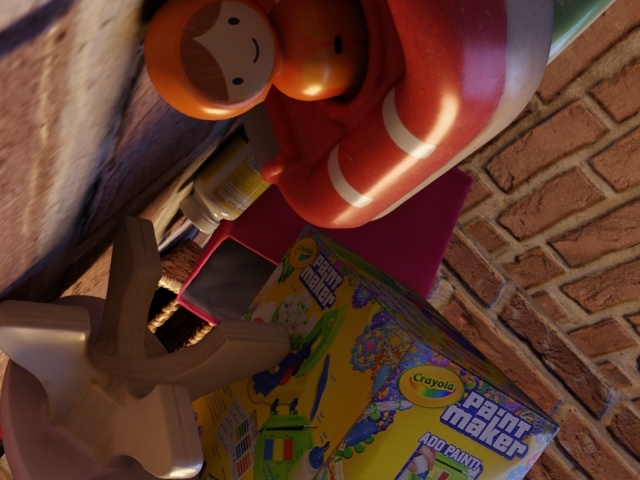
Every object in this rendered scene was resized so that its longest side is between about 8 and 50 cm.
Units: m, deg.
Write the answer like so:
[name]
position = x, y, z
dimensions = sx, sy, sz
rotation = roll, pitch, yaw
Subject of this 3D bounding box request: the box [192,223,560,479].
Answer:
[box]
position = 0.013, 0.178, 0.793
dimensions = 0.279, 0.177, 0.290
rotation = -55, -155, 6

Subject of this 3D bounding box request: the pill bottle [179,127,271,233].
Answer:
[pill bottle]
position = -0.097, -0.063, 0.909
dimensions = 0.116, 0.065, 0.065
rotation = -43, -178, 6

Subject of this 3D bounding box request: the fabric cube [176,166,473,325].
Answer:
[fabric cube]
position = 0.000, 0.000, 1.102
dimensions = 0.259, 0.254, 0.258
rotation = -42, -160, 58

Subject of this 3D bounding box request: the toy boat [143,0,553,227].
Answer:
[toy boat]
position = -0.007, -0.092, 0.390
dimensions = 0.151, 0.151, 0.231
rotation = -12, 166, -27

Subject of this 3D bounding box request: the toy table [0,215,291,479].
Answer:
[toy table]
position = -0.169, 0.118, 0.724
dimensions = 0.252, 0.274, 0.161
rotation = -1, 138, -41

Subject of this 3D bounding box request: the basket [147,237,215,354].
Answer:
[basket]
position = -0.268, 0.180, 1.393
dimensions = 0.299, 0.213, 0.223
rotation = -44, -177, 16

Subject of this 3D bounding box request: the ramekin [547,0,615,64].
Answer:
[ramekin]
position = 0.114, -0.192, 0.610
dimensions = 0.303, 0.148, 0.303
rotation = -44, -178, 2

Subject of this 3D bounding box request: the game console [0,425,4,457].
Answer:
[game console]
position = -0.451, 0.339, 0.724
dimensions = 0.386, 0.060, 0.342
rotation = -54, 179, 2
